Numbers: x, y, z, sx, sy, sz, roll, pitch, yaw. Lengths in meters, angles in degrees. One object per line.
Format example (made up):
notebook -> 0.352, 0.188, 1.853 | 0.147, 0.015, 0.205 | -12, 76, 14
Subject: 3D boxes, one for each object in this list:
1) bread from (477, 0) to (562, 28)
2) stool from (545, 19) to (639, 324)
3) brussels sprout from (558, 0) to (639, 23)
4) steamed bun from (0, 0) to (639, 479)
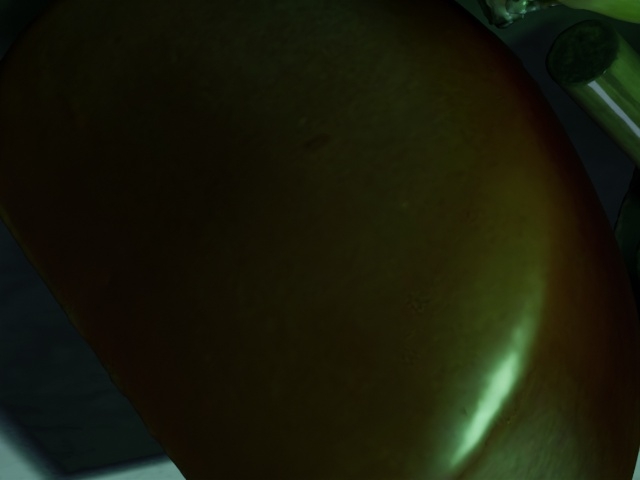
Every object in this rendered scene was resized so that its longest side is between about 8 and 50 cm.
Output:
bread -> 0.112, -0.166, 0.948 | 0.103, 0.110, 0.156 | -14, -173, -6
stool -> 0.266, -0.035, 1.100 | 0.272, 0.272, 0.178 | -21, 139, 20
brussels sprout -> 0.134, -0.205, 0.791 | 0.244, 0.244, 0.244 | -7, 151, -4
steamed bun -> 0.015, 0.001, 1.005 | 0.248, 0.379, 0.235 | -43, 145, 2
